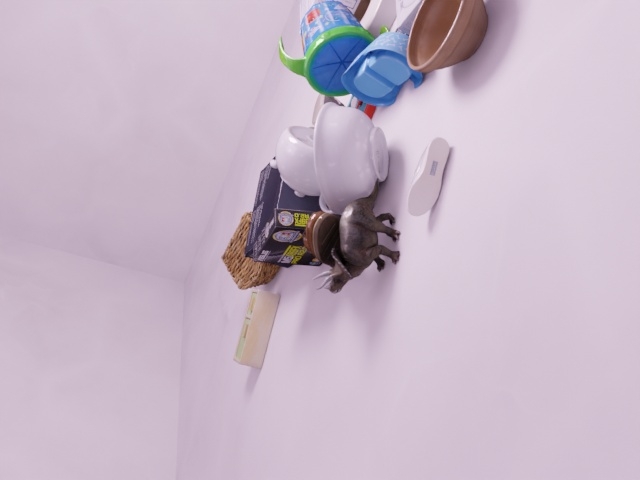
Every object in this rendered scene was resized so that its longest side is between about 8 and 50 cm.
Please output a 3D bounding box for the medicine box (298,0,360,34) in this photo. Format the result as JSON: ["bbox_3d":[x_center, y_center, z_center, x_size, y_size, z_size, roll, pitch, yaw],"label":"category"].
[{"bbox_3d":[0.043,-0.872,2.194,0.263,0.149,0.289,-93,27,-45],"label":"medicine box"}]

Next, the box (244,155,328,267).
[{"bbox_3d":[-0.105,-0.118,2.146,0.312,0.179,0.343,145,138,-62],"label":"box"}]

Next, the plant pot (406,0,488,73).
[{"bbox_3d":[0.303,-0.484,1.436,0.237,0.110,0.237,-163,90,-72],"label":"plant pot"}]

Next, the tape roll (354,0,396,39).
[{"bbox_3d":[0.168,-0.789,2.116,0.392,0.072,0.392,-164,90,-70],"label":"tape roll"}]

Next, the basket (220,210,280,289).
[{"bbox_3d":[-0.205,0.039,2.423,0.213,0.223,0.299,55,134,24],"label":"basket"}]

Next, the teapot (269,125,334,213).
[{"bbox_3d":[-0.028,-0.212,1.879,0.256,0.253,0.187,-81,12,-67],"label":"teapot"}]

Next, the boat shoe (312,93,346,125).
[{"bbox_3d":[0.037,-0.407,2.068,0.335,0.096,0.112,-103,31,-66],"label":"boat shoe"}]

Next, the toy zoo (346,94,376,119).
[{"bbox_3d":[0.107,-0.373,1.998,0.192,0.030,0.293,-123,52,-65],"label":"toy zoo"}]

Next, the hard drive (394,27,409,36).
[{"bbox_3d":[0.256,-0.636,1.818,0.094,0.022,0.135,-109,40,-59],"label":"hard drive"}]

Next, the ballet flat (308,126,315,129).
[{"bbox_3d":[-0.022,-0.337,2.176,0.213,0.072,0.068,85,161,-79],"label":"ballet flat"}]

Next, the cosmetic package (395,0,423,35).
[{"bbox_3d":[0.308,-0.745,1.633,0.284,0.097,0.377,-42,36,44],"label":"cosmetic package"}]

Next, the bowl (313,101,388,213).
[{"bbox_3d":[0.097,-0.221,1.656,0.134,0.298,0.297,-3,63,23],"label":"bowl"}]

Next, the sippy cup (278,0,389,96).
[{"bbox_3d":[0.042,-0.594,1.901,0.240,0.305,0.224,-44,46,33],"label":"sippy cup"}]

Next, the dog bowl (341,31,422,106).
[{"bbox_3d":[0.174,-0.464,1.711,0.074,0.166,0.297,-66,17,-16],"label":"dog bowl"}]

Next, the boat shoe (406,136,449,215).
[{"bbox_3d":[0.235,-0.142,1.417,0.063,0.066,0.184,169,115,-84],"label":"boat shoe"}]

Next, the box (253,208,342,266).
[{"bbox_3d":[-0.063,-0.003,1.835,0.270,0.216,0.060,130,140,-60],"label":"box"}]

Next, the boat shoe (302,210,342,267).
[{"bbox_3d":[0.000,0.000,1.622,0.110,0.104,0.307,-56,-22,-12],"label":"boat shoe"}]

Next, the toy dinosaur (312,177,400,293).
[{"bbox_3d":[0.103,-0.017,1.520,0.121,0.160,0.313,170,114,-68],"label":"toy dinosaur"}]

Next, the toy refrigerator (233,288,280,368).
[{"bbox_3d":[-0.234,0.314,2.270,0.102,0.094,0.269,177,109,-70],"label":"toy refrigerator"}]
